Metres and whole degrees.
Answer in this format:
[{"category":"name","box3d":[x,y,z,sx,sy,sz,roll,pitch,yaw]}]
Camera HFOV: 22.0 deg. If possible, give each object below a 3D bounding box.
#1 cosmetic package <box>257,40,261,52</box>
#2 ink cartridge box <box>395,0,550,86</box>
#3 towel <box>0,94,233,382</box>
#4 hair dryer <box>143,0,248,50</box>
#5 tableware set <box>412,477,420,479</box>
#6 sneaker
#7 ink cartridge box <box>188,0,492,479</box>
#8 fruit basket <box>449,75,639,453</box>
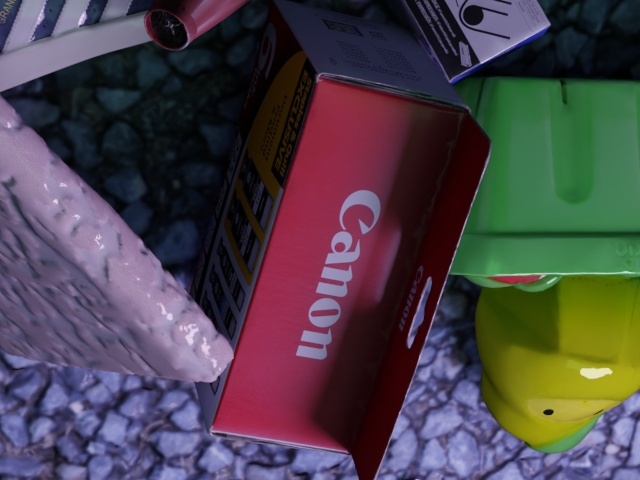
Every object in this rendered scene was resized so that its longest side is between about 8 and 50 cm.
[{"category":"cosmetic package","box3d":[-0.006,-0.058,1.463,0.099,0.060,0.239,-5,115,-15]},{"category":"ink cartridge box","box3d":[0.096,-0.240,1.364,0.097,0.046,0.207,-30,87,-3]},{"category":"towel","box3d":[-0.258,-0.016,1.274,0.332,0.317,0.053,49,62,-29]},{"category":"hair dryer","box3d":[-0.118,-0.258,1.239,0.224,0.293,0.080,-5,147,-18]},{"category":"tableware set","box3d":[0.102,0.317,1.692,0.169,0.020,0.141,34,100,-28]},{"category":"sneaker","box3d":[-0.202,-0.222,1.287,0.350,0.131,0.148,-23,115,-10]},{"category":"ink cartridge box","box3d":[0.000,0.000,1.301,0.130,0.272,0.309,11,110,-17]},{"category":"fruit basket","box3d":[0.242,0.033,1.488,0.392,0.283,0.392,-2,96,-18]}]
